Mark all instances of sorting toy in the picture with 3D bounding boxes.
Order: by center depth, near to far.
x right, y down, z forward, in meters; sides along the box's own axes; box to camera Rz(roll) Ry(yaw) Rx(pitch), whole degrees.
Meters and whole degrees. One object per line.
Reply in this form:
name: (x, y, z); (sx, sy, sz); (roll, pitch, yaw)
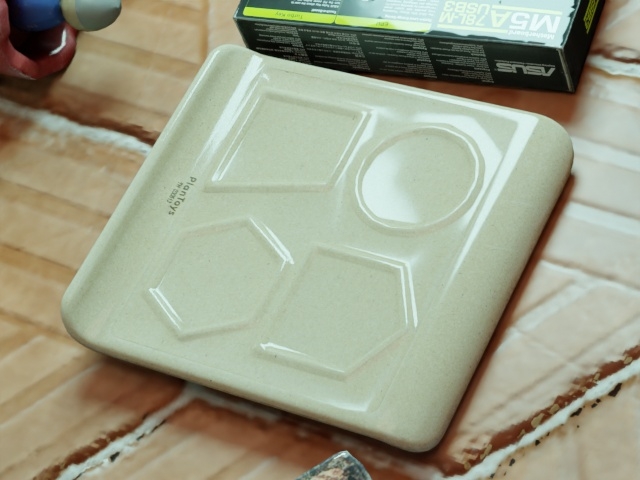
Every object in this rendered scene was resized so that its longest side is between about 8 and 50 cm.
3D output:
sorting toy: (0.000, 0.000, 0.977); (0.208, 0.038, 0.193); (17, 63, 23)

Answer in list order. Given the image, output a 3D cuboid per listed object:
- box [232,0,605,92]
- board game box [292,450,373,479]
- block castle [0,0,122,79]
box: (0.071, -0.172, 1.066); (0.191, 0.045, 0.184); (7, 61, 23)
board game box: (-0.051, 0.255, 0.680); (0.291, 0.141, 0.232); (-30, 76, -10)
block castle: (-0.183, -0.342, 1.087); (0.213, 0.303, 0.453); (7, 68, 27)
